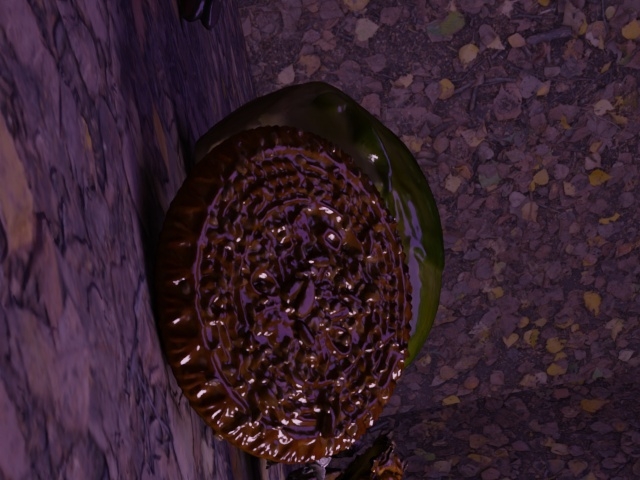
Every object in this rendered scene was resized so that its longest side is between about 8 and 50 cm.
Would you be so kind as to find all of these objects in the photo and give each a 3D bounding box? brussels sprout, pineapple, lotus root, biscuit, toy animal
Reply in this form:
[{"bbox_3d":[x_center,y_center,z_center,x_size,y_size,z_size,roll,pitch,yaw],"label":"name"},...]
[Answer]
[{"bbox_3d":[0.000,0.000,1.022,0.315,0.276,0.371,-54,126,-64],"label":"brussels sprout"},{"bbox_3d":[0.030,0.331,1.040,0.076,0.225,0.225,48,-4,7],"label":"pineapple"},{"bbox_3d":[-0.006,0.461,1.507,0.159,0.096,0.135,-48,132,-82],"label":"lotus root"},{"bbox_3d":[-0.014,0.044,0.747,0.305,0.038,0.305,11,74,-44],"label":"biscuit"},{"bbox_3d":[-0.147,-0.394,1.220,0.108,0.138,0.236,-61,-153,30],"label":"toy animal"}]

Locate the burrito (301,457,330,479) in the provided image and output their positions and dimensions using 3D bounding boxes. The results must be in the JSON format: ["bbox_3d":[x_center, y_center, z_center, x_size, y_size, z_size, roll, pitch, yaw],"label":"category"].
[{"bbox_3d":[-0.046,0.209,1.416,0.139,0.101,0.445,98,-17,-53],"label":"burrito"}]

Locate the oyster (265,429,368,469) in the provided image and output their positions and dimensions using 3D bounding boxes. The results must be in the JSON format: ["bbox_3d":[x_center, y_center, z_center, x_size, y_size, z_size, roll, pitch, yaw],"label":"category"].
[{"bbox_3d":[-0.027,0.240,1.120,0.341,0.166,0.110,43,38,-70],"label":"oyster"}]
